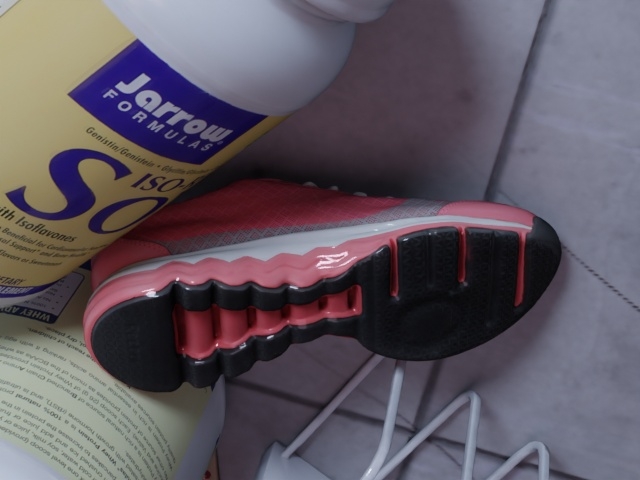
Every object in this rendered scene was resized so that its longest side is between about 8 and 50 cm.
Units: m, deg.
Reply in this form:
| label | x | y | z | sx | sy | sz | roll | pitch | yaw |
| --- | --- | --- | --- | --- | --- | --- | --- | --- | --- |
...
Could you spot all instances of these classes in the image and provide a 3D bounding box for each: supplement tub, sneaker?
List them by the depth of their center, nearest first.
| label | x | y | z | sx | sy | sz | roll | pitch | yaw |
| --- | --- | --- | --- | --- | --- | --- | --- | --- | --- |
| supplement tub | -0.131 | -0.133 | 0.767 | 0.331 | 0.241 | 0.241 | -33 | 107 | 26 |
| sneaker | 0.000 | 0.000 | 0.891 | 0.314 | 0.136 | 0.116 | -6 | 134 | -11 |
| supplement tub | -0.207 | 0.168 | 0.892 | 0.235 | 0.325 | 0.235 | 5 | 119 | 9 |

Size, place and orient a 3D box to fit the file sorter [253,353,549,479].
| label | x | y | z | sx | sy | sz | roll | pitch | yaw |
| --- | --- | --- | --- | --- | --- | --- | --- | --- | --- |
| file sorter | 0.100 | 0.232 | 0.952 | 0.277 | 0.193 | 0.173 | 38 | 116 | -10 |

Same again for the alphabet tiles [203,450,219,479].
| label | x | y | z | sx | sy | sz | roll | pitch | yaw |
| --- | --- | --- | --- | --- | --- | --- | --- | --- | --- |
| alphabet tiles | -0.179 | 0.117 | 1.052 | 0.198 | 0.009 | 0.237 | 4 | 120 | 11 |
